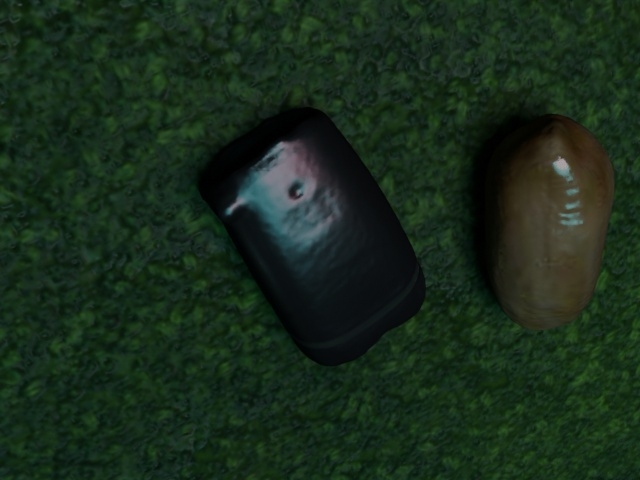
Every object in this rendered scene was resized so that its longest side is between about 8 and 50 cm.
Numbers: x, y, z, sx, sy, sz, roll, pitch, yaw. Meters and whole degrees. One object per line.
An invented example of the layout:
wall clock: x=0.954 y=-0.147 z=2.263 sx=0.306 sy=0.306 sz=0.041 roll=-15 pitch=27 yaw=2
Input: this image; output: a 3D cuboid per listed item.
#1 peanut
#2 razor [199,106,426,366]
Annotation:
peanut: x=0.140 y=-0.007 z=0.524 sx=0.076 sy=0.076 sz=0.152 roll=-16 pitch=123 yaw=-16
razor: x=0.000 y=0.000 z=0.477 sx=0.090 sy=0.054 sz=0.148 roll=-37 pitch=122 yaw=-9
